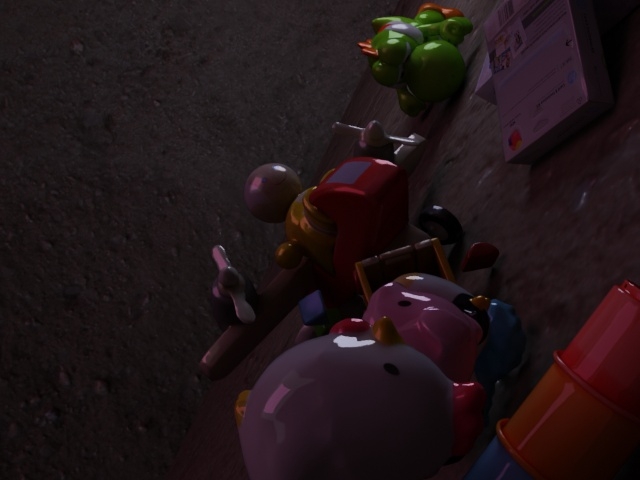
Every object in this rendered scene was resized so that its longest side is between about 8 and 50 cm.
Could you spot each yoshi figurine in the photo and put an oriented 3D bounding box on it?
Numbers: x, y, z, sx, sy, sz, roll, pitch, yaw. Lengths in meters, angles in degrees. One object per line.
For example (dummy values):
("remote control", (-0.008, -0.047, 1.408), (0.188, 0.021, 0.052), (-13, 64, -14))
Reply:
("yoshi figurine", (0.206, -0.346, 1.375), (0.203, 0.204, 0.362), (-12, 19, 24))

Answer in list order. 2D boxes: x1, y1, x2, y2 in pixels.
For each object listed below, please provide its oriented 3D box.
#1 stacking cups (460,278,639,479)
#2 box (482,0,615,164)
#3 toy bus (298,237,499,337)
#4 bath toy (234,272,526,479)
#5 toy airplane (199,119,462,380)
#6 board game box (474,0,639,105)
("stacking cups", (0.133, 0.170, 0.475), (0.316, 0.096, 0.096), (-57, 10, 10))
("box", (0.243, -0.198, 0.785), (0.145, 0.038, 0.186), (135, 135, -62))
("toy bus", (0.100, 0.087, 0.772), (0.191, 0.202, 0.104), (-46, 49, 39))
("bath toy", (0.069, 0.094, 0.496), (0.129, 0.151, 0.348), (-19, -9, 19))
("toy airplane", (0.000, 0.000, 1.039), (0.384, 0.272, 0.386), (-49, -2, 21))
("board game box", (0.335, -0.364, 0.887), (0.319, 0.065, 0.318), (-68, 11, -26))
